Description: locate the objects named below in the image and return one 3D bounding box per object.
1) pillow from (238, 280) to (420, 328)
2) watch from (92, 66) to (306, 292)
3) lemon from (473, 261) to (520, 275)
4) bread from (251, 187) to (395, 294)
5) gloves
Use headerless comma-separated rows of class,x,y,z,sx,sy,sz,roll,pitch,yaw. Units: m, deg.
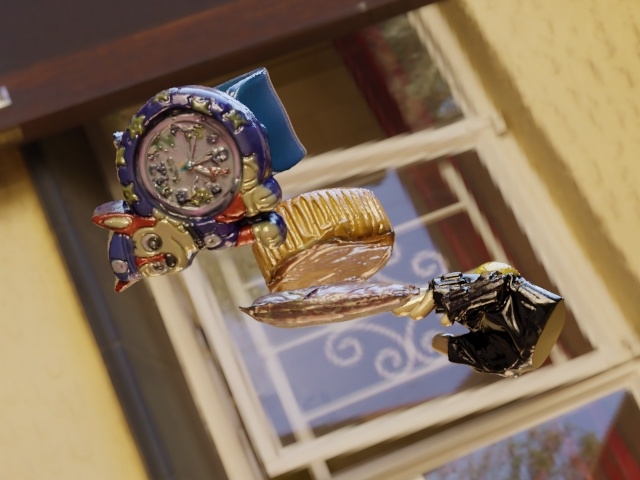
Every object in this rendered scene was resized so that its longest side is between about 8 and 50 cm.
pillow,0.013,0.066,1.409,0.118,0.185,0.043,29,56,-87
watch,-0.115,-0.075,1.311,0.200,0.196,0.171,-69,143,-71
lemon,0.236,0.062,1.854,0.065,0.092,0.065,28,-53,47
bread,0.001,0.000,1.905,0.199,0.199,0.104,95,-26,-62
gloves,0.186,0.090,1.675,0.203,0.124,0.164,28,-43,25
